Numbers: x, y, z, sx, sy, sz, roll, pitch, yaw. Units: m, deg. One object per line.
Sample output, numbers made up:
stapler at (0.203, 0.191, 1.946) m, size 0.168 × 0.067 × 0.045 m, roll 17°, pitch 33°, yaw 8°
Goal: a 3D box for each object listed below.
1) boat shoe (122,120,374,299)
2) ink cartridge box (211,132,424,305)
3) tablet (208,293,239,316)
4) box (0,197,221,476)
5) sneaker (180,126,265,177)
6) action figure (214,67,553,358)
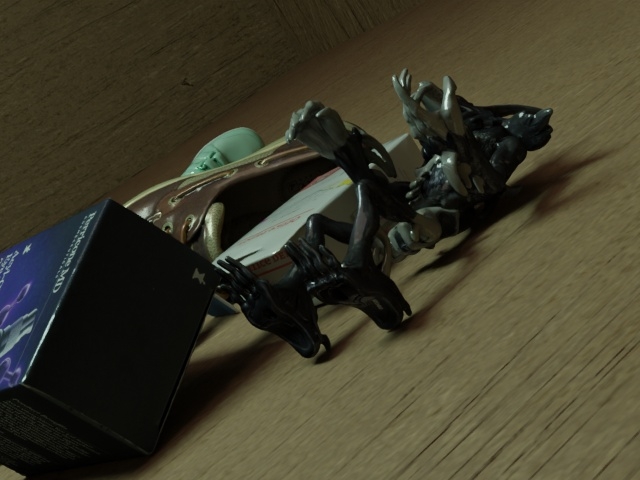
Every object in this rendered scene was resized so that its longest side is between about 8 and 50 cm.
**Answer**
boat shoe at (-0.098, -0.005, 1.154) m, size 0.342 × 0.123 × 0.123 m, roll -25°, pitch 10°, yaw 4°
ink cartridge box at (0.000, 0.000, 0.978) m, size 0.115 × 0.067 × 0.198 m, roll -23°, pitch 13°, yaw 44°
tablet at (-0.114, 0.042, 1.083) m, size 0.054 × 0.083 × 0.006 m, roll -14°, pitch 45°, yaw 59°
box at (-0.188, 0.078, 0.915) m, size 0.207 × 0.108 × 0.153 m, roll -21°, pitch 41°, yaw 49°
sneaker at (-0.118, -0.066, 1.526) m, size 0.151 × 0.094 × 0.256 m, roll -28°, pitch 20°, yaw 52°
action figure at (0.055, -0.049, 0.856) m, size 0.164 × 0.141 × 0.275 m, roll -22°, pitch 18°, yaw 48°
